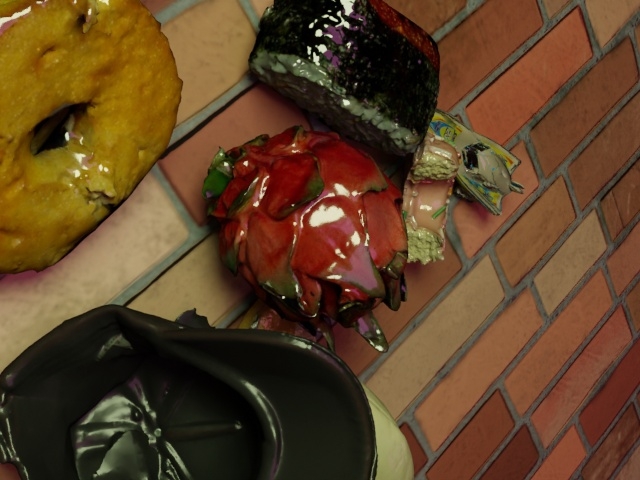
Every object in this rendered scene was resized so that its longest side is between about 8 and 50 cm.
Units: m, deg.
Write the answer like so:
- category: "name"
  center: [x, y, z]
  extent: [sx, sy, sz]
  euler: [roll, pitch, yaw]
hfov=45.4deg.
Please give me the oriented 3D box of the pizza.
- category: "pizza"
  center: [-0.059, 0.124, 0.854]
  extent: [0.099, 0.035, 0.160]
  euler: [32, 79, -41]

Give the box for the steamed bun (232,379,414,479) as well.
- category: "steamed bun"
  center: [0.010, 0.259, 0.843]
  extent: [0.200, 0.154, 0.250]
  euler: [-46, 140, -21]

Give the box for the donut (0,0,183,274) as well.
- category: "donut"
  center: [-0.220, -0.089, 0.589]
  extent: [0.253, 0.118, 0.253]
  euler: [-48, 156, -29]

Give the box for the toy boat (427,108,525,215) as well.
- category: "toy boat"
  center: [0.179, -0.109, 0.970]
  extent: [0.210, 0.066, 0.084]
  euler: [32, 78, -36]

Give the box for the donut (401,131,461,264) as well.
- category: "donut"
  center: [0.127, -0.059, 0.912]
  extent: [0.065, 0.117, 0.166]
  euler: [9, 128, 1]

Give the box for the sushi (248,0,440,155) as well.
- category: "sushi"
  center: [0.035, -0.178, 0.804]
  extent: [0.225, 0.136, 0.126]
  euler: [19, 90, -45]

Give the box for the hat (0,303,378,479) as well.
- category: "hat"
  center: [-0.103, 0.178, 0.708]
  extent: [0.209, 0.336, 0.238]
  euler: [28, 59, -75]

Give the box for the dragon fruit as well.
- category: "dragon fruit"
  center: [0.000, 0.000, 0.766]
  extent: [0.274, 0.192, 0.193]
  euler: [46, 63, -15]
